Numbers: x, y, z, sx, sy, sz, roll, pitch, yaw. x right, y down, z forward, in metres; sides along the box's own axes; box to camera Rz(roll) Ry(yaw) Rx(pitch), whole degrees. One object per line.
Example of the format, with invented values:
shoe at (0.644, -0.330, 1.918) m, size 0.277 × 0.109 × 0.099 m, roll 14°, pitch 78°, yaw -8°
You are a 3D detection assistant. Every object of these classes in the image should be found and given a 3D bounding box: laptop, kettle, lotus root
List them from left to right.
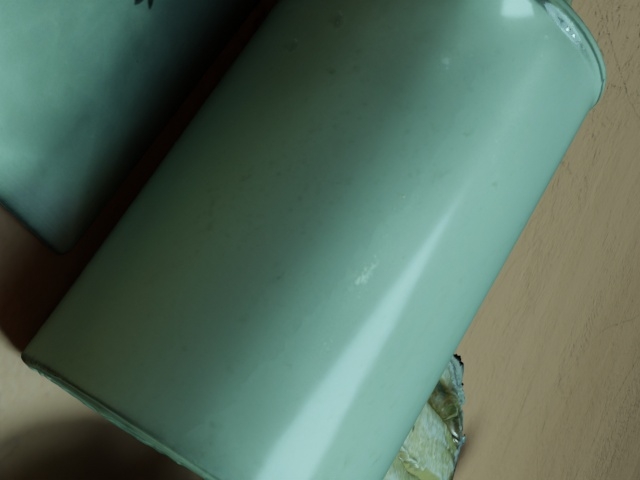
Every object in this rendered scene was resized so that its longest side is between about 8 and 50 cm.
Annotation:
laptop at (-0.095, -0.137, 0.604) m, size 0.269 × 0.015 × 0.188 m, roll -56°, pitch 150°, yaw -14°
kettle at (0.011, 0.004, 0.705) m, size 0.318 × 0.205 × 0.265 m, roll -59°, pitch 148°, yaw -13°
lotus root at (0.064, 0.163, 1.044) m, size 0.329 × 0.078 × 0.167 m, roll 56°, pitch 51°, yaw -62°

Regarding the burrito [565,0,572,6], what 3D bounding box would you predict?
burrito at (0.177, -0.138, 0.995) m, size 0.087 × 0.060 × 0.226 m, roll -44°, pitch 145°, yaw -40°
